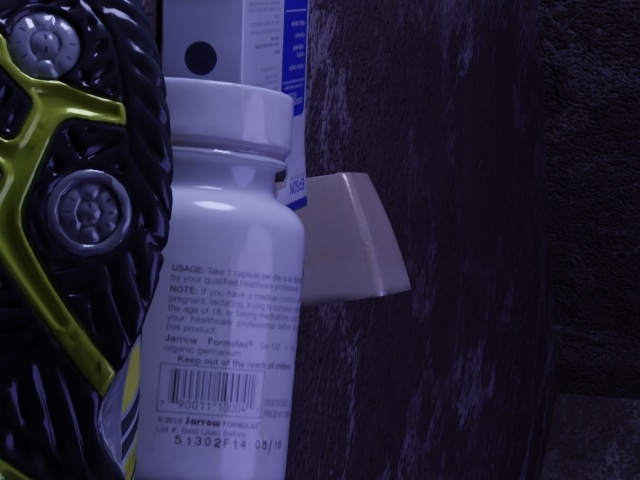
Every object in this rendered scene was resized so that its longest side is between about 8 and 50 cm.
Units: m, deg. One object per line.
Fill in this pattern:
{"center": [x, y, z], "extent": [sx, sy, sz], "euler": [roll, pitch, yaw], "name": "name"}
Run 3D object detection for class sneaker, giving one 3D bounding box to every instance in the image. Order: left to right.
{"center": [-0.151, 0.051, 0.918], "extent": [0.147, 0.145, 0.384], "euler": [170, -76, -73], "name": "sneaker"}

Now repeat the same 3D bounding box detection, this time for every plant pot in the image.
{"center": [0.000, 0.000, 1.513], "extent": [0.109, 0.109, 0.096], "euler": [-8, 90, -76], "name": "plant pot"}

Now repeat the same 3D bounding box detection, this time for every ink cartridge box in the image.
{"center": [-0.052, -0.177, 1.313], "extent": [0.165, 0.065, 0.332], "euler": [-26, 118, -74], "name": "ink cartridge box"}

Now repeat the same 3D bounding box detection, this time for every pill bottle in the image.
{"center": [-0.076, 0.027, 1.140], "extent": [0.131, 0.131, 0.229], "euler": [15, 79, -76], "name": "pill bottle"}
